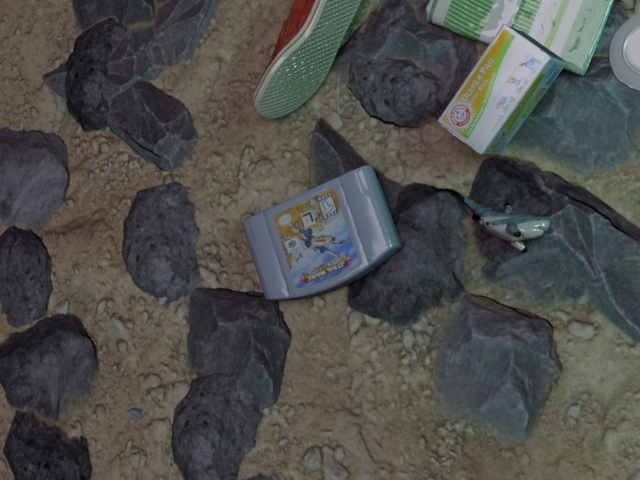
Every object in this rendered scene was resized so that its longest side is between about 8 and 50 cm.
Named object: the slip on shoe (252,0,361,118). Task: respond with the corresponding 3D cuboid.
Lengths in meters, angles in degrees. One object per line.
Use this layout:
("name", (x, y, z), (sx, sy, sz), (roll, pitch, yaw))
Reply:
("slip on shoe", (-0.034, -0.390, 1.750), (0.101, 0.123, 0.331), (39, 102, 45))

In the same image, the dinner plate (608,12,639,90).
("dinner plate", (0.566, -0.326, 1.518), (0.141, 0.017, 0.141), (-2, 86, 23))

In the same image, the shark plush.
("shark plush", (0.330, -0.037, 1.595), (0.161, 0.073, 0.067), (25, 75, 44))

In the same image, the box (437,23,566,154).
("box", (0.316, -0.258, 1.553), (0.103, 0.114, 0.203), (41, 113, 19))

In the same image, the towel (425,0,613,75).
("towel", (0.372, -0.462, 1.608), (0.324, 0.038, 0.248), (24, 96, 23))

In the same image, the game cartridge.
("game cartridge", (0.000, 0.000, 1.724), (0.297, 0.062, 0.198), (-24, 72, 20))
